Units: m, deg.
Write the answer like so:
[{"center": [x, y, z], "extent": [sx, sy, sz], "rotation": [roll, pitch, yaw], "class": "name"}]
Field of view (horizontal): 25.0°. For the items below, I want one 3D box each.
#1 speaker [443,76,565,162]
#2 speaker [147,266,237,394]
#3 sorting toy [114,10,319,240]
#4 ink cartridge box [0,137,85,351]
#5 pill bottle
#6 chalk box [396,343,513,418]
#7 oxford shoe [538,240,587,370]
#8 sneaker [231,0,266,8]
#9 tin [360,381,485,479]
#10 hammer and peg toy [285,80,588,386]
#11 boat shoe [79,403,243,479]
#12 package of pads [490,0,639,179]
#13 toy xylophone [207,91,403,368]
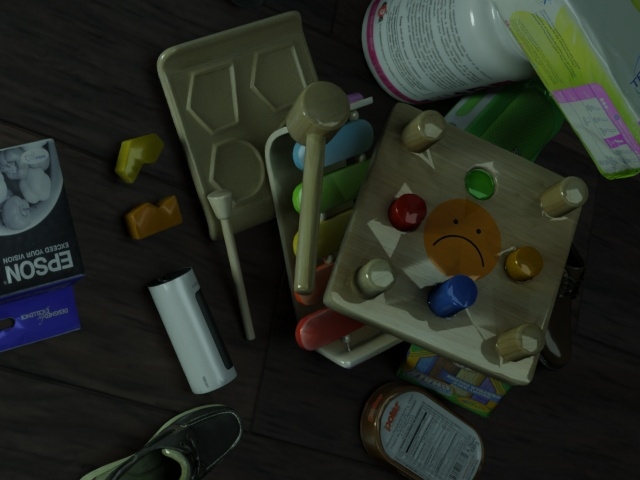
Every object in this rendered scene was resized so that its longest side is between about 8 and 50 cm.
[{"center": [0.200, -0.114, 1.838], "extent": [0.296, 0.131, 0.131], "rotation": [-47, 112, -30], "class": "speaker"}, {"center": [-0.143, 0.100, 1.605], "extent": [0.055, 0.055, 0.136], "rotation": [-29, 102, -35], "class": "speaker"}, {"center": [-0.115, -0.121, 1.661], "extent": [0.307, 0.041, 0.229], "rotation": [-23, 104, -36], "class": "sorting toy"}, {"center": [-0.346, 0.016, 1.469], "extent": [0.206, 0.045, 0.208], "rotation": [-17, 97, -37], "class": "ink cartridge box"}, {"center": [0.195, -0.263, 1.748], "extent": [0.160, 0.283, 0.160], "rotation": [4, 83, -36], "class": "pill bottle"}, {"center": [0.183, 0.123, 1.776], "extent": [0.132, 0.213, 0.132], "rotation": [25, 66, 2], "class": "chalk box"}, {"center": [0.309, 0.063, 1.921], "extent": [0.083, 0.096, 0.227], "rotation": [-12, 94, -39], "class": "oxford shoe"}, {"center": [-0.116, -0.411, 1.655], "extent": [0.270, 0.090, 0.145], "rotation": [51, 58, -26], "class": "sneaker"}, {"center": [0.131, 0.250, 1.798], "extent": [0.190, 0.040, 0.106], "rotation": [36, 70, -28], "class": "tin"}, {"center": [0.103, -0.011, 1.595], "extent": [0.361, 0.127, 0.266], "rotation": [23, 71, -12], "class": "hammer and peg toy"}, {"center": [-0.163, 0.247, 1.562], "extent": [0.223, 0.073, 0.080], "rotation": [-26, 101, -35], "class": "boat shoe"}, {"center": [0.329, -0.242, 1.606], "extent": [0.229, 0.101, 0.296], "rotation": [-48, 113, -31], "class": "package of pads"}, {"center": [0.000, 0.000, 1.682], "extent": [0.236, 0.081, 0.322], "rotation": [-32, 116, -32], "class": "toy xylophone"}]
